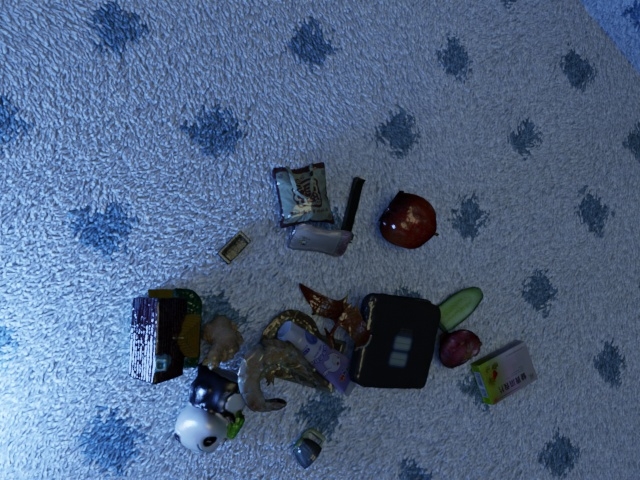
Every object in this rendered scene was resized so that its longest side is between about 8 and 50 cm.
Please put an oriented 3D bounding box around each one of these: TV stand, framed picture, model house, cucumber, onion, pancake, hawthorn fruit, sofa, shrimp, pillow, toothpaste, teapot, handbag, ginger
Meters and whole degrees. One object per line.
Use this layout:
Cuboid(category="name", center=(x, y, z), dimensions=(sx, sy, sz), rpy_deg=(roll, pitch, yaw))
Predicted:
Cuboid(category="TV stand", center=(0.126, -0.118, 1.911), dimensions=(0.049, 0.040, 0.256), rpy_deg=(17, 80, -17))
Cuboid(category="framed picture", center=(-0.044, 0.433, 1.812), dimensions=(0.253, 0.014, 0.196), rpy_deg=(21, 78, -17))
Cuboid(category="model house", center=(-0.477, 0.290, 1.548), dimensions=(0.230, 0.249, 0.280), rpy_deg=(2, 84, -20))
Cuboid(category="cucumber", center=(0.569, 0.278, 2.013), dimensions=(0.244, 0.063, 0.115), rpy_deg=(-31, 59, -17))
Cuboid(category="onion", center=(0.540, 0.416, 1.959), dimensions=(0.184, 0.183, 0.147), rpy_deg=(-27, 52, -20))
Cuboid(category="pancake", center=(-0.104, 0.379, 1.770), dimensions=(0.250, 0.031, 0.249), rpy_deg=(1, 86, -22))
Cuboid(category="hawthorn fruit", center=(0.351, -0.066, 1.910), dimensions=(0.250, 0.215, 0.215), rpy_deg=(25, 77, -21))
Cuboid(category="sofa", center=(-0.307, 0.025, 1.745), dimensions=(0.060, 0.039, 0.118), rpy_deg=(46, 73, -11))
Cuboid(category="shrimp", center=(-0.131, 0.455, 1.627), dimensions=(0.360, 0.085, 0.246), rpy_deg=(32, 76, -42))
Cuboid(category="pillow", center=(0.000, 0.000, 1.826), dimensions=(0.233, 0.130, 0.038), rpy_deg=(9, 39, -21))
Cuboid(category="toothpaste", center=(0.004, 0.416, 1.766), dimensions=(0.371, 0.080, 0.125), rpy_deg=(42, 71, -23))
Cuboid(category="teapot", center=(-0.049, 0.738, 1.758), dimensions=(0.091, 0.124, 0.092), rpy_deg=(43, 114, 5))
Cuboid(category="handbag", center=(-0.062, -0.164, 1.803), dimensions=(0.213, 0.127, 0.234), rpy_deg=(-8, 85, -18))
Cuboid(category="ginger", center=(-0.324, 0.339, 1.637), dimensions=(0.138, 0.213, 0.074), rpy_deg=(-6, 120, -11))

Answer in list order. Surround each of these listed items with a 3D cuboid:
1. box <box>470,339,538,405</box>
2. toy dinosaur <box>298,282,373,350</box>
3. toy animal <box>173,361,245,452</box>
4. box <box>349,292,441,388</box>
Cuboid(category="box", center=(0.771, 0.549, 2.065), dimensions=(0.261, 0.062, 0.175), rpy_deg=(-21, 92, -21))
Cuboid(category="toy dinosaur", center=(0.055, 0.260, 1.747), dimensions=(0.207, 0.113, 0.327), rpy_deg=(-37, 60, 17))
Cuboid(category="toy animal", center=(-0.341, 0.550, 1.591), dimensions=(0.213, 0.213, 0.266), rpy_deg=(19, 78, -17))
Cuboid(category="box", center=(0.281, 0.379, 1.847), dimensions=(0.360, 0.091, 0.349), rpy_deg=(12, 88, -31))
